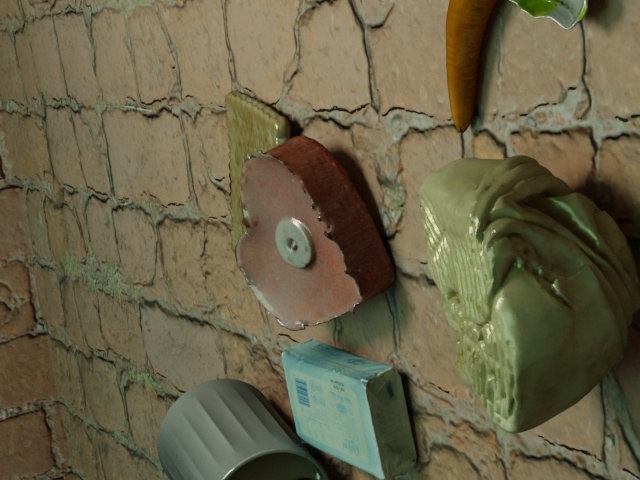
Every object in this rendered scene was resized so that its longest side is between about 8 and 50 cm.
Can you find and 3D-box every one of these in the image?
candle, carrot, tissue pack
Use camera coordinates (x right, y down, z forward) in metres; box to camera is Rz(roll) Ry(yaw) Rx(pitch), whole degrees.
[{"bbox_3d":[0.000,0.000,1.923,0.287,0.131,0.317,32,136,38],"label":"candle"},{"bbox_3d":[0.187,-0.260,1.543,0.062,0.066,0.271,-70,-7,-48],"label":"carrot"},{"bbox_3d":[0.046,0.272,2.000,0.263,0.089,0.177,9,114,57],"label":"tissue pack"}]

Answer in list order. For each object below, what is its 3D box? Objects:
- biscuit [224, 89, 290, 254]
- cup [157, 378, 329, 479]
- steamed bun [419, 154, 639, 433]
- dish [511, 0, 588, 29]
[{"bbox_3d":[-0.104,-0.089,2.137,0.217,0.044,0.325,32,130,52],"label":"biscuit"},{"bbox_3d":[-0.121,0.434,2.231,0.323,0.237,0.327,43,176,-29],"label":"cup"},{"bbox_3d":[0.251,0.046,1.430,0.289,0.203,0.276,-116,19,-47],"label":"steamed bun"},{"bbox_3d":[0.271,-0.294,1.392,0.137,0.039,0.091,50,138,36],"label":"dish"}]
